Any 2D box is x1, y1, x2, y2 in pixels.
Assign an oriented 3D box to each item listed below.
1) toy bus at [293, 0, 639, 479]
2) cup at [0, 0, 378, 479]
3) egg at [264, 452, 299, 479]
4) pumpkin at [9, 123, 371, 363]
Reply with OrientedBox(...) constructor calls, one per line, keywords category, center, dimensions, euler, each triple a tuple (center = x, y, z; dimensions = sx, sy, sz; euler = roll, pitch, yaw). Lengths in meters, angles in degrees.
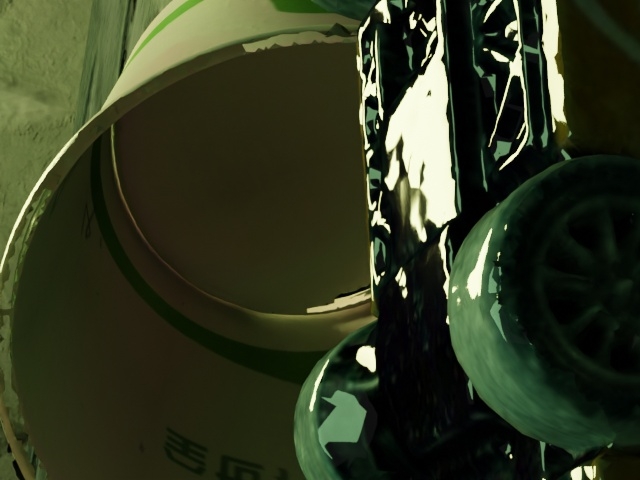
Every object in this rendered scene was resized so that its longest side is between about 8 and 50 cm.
OrientedBox(category="toy bus", center=(0.100, -0.052, 0.479), dimensions=(0.162, 0.194, 0.323), euler=(131, 139, -66))
OrientedBox(category="cup", center=(0.000, 0.000, 0.787), dimensions=(0.274, 0.253, 0.253), euler=(-99, 19, -69))
OrientedBox(category="egg", center=(-0.038, 0.199, 0.898), dimensions=(0.186, 0.186, 0.253), euler=(-99, 8, -45))
OrientedBox(category="pumpkin", center=(-0.094, 0.029, 1.180), dimensions=(0.293, 0.197, 0.263), euler=(-145, 65, -71))
